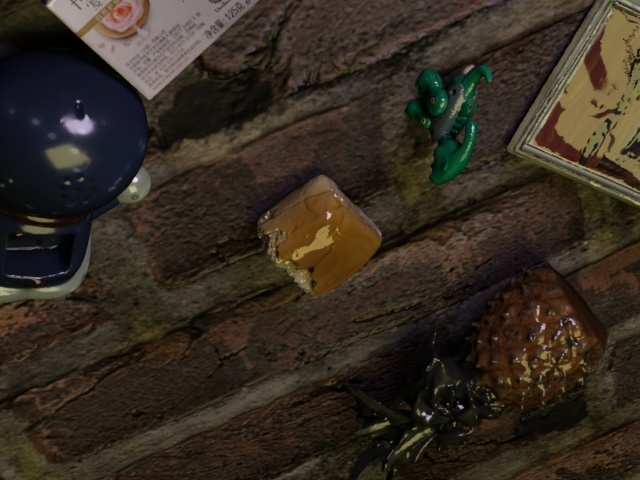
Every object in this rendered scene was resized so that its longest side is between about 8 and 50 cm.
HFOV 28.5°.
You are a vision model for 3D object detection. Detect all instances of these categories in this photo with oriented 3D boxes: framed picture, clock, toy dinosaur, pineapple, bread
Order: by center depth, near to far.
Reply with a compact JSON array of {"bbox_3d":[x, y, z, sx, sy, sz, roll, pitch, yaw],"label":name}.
[{"bbox_3d":[-0.241,-0.061,1.117,0.199,0.147,0.243,3,137,-26],"label":"clock"},{"bbox_3d":[0.136,-0.124,1.270,0.059,0.096,0.132,4,132,-31],"label":"toy dinosaur"},{"bbox_3d":[0.000,0.000,1.333,0.106,0.082,0.125,-31,135,15],"label":"bread"},{"bbox_3d":[0.368,-0.129,1.353,0.273,0.016,0.216,21,119,-12],"label":"framed picture"},{"bbox_3d":[0.173,0.179,1.543,0.364,0.166,0.165,-36,137,13],"label":"pineapple"}]

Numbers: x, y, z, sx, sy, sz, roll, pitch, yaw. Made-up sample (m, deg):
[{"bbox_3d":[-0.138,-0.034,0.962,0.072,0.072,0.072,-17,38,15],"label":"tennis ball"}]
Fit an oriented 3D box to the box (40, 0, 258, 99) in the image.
[{"bbox_3d":[-0.123,-0.233,1.039,0.199,0.081,0.135,-42,134,5],"label":"box"}]
